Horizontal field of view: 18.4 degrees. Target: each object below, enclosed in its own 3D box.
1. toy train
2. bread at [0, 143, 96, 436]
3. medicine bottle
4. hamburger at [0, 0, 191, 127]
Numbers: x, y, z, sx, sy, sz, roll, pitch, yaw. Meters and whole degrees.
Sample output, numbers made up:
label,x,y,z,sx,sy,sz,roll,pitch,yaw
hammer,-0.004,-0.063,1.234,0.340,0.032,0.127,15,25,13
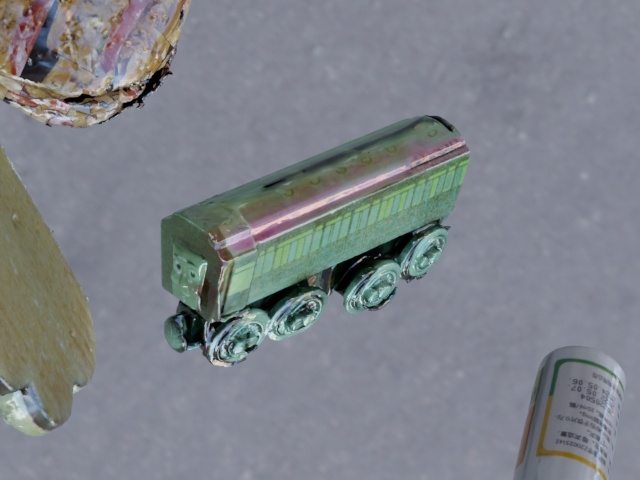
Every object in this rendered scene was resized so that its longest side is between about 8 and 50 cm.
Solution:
label,x,y,z,sx,sy,sz,roll,pitch,yaw
toy train,0.000,0.000,0.776,0.148,0.038,0.071,-24,133,-38
bread,-0.253,0.037,1.521,0.056,0.207,0.286,-14,125,16
medicine bottle,0.155,0.178,1.283,0.092,0.061,0.221,73,25,-42
hamburger,-0.223,-0.217,1.785,0.231,0.231,0.107,-46,180,-11
